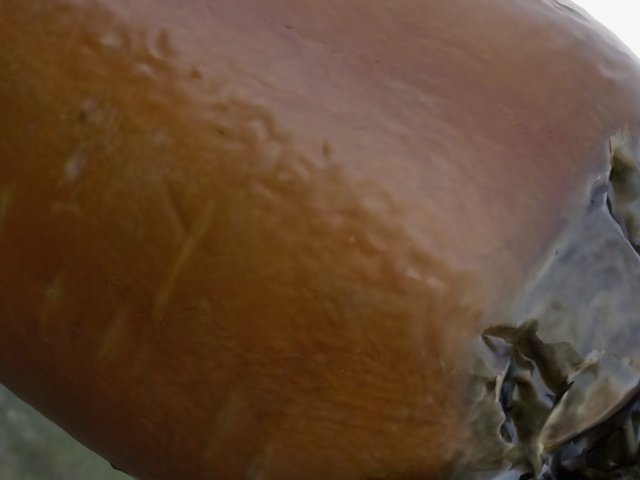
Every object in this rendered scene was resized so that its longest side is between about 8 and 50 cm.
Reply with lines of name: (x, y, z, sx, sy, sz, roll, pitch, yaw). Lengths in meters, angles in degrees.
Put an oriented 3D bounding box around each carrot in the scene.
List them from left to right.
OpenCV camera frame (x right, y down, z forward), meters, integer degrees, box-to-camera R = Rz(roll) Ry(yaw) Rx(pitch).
carrot: (0.000, 0.000, 0.557, 0.331, 0.214, 0.193, 27, 9, 15)
